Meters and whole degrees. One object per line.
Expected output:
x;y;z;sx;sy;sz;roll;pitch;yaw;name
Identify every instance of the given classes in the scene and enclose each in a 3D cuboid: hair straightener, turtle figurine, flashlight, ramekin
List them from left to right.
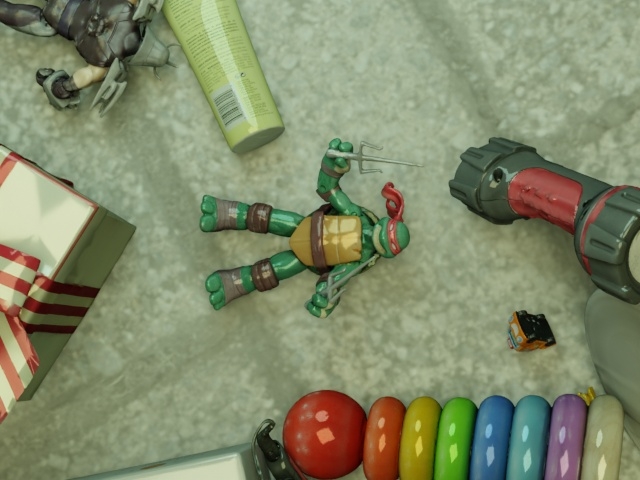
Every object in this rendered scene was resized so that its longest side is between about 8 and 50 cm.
-0.003;0.269;1.520;0.047;0.089;0.230;-25;112;9;hair straightener
0.000;0.000;1.575;0.234;0.118;0.175;-7;70;18;turtle figurine
0.225;-0.026;1.470;0.103;0.304;0.103;32;88;-31;flashlight
0.374;0.134;1.473;0.127;0.273;0.273;-29;84;-12;ramekin

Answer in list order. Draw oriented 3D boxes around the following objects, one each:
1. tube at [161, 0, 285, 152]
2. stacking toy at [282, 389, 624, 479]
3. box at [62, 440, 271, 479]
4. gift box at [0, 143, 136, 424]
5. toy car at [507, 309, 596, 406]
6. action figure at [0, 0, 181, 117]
-0.109;-0.209;1.631;0.070;0.062;0.240;-16;77;-39;tube
0.126;0.200;1.551;0.330;0.141;0.141;7;86;10;stacking toy
-0.217;0.310;1.513;0.345;0.215;0.168;-11;85;3;box
-0.345;0.034;1.523;0.255;0.258;0.276;26;87;6;gift box
0.225;0.127;1.581;0.040;0.060;0.122;-37;75;32;toy car
-0.273;-0.239;1.625;0.285;0.099;0.185;24;81;2;action figure
